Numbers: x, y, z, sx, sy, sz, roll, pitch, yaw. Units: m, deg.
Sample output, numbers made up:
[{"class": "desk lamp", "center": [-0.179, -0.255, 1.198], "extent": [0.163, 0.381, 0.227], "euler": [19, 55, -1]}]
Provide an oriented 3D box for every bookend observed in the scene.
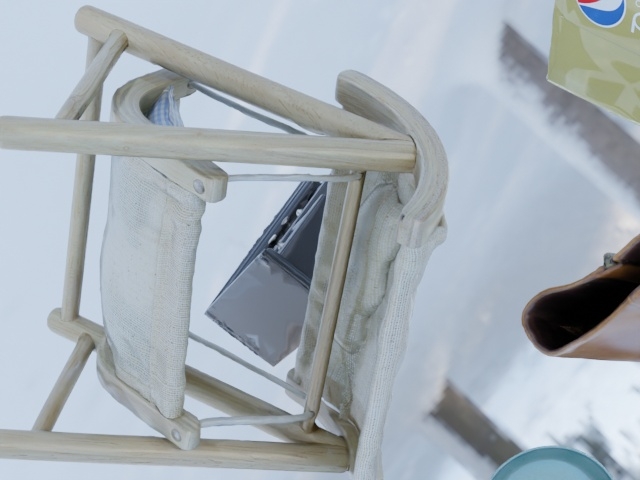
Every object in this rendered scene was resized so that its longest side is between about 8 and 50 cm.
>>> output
[{"class": "bookend", "center": [0.000, 0.000, 1.267], "extent": [0.156, 0.072, 0.157], "euler": [-54, -175, -26]}]

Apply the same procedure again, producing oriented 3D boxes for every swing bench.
[{"class": "swing bench", "center": [-0.060, 0.024, 1.010], "extent": [0.165, 0.254, 0.253], "euler": [-71, 174, -56]}]

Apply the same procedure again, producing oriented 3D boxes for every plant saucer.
[{"class": "plant saucer", "center": [0.186, 0.223, 1.340], "extent": [0.119, 0.119, 0.021], "euler": [-48, -175, 5]}]

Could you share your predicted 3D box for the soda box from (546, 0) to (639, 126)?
[{"class": "soda box", "center": [0.146, -0.098, 0.488], "extent": [0.181, 0.061, 0.058], "euler": [-37, 143, -32]}]

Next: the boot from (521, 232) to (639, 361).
[{"class": "boot", "center": [0.288, 0.005, 0.887], "extent": [0.280, 0.096, 0.264], "euler": [18, 143, -36]}]
